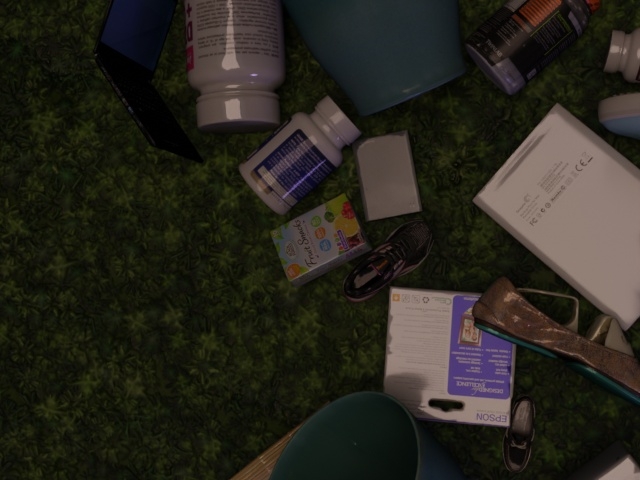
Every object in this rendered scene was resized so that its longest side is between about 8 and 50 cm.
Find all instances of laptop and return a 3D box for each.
[{"bbox_3d":[-0.245,-0.276,1.504,0.136,0.234,0.264,-35,82,8],"label":"laptop"}]

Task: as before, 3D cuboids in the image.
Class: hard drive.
[{"bbox_3d":[0.419,-0.038,1.473,0.307,0.040,0.203,42,96,9],"label":"hard drive"},{"bbox_3d":[0.108,-0.104,1.541,0.094,0.022,0.135,-11,86,10],"label":"hard drive"}]

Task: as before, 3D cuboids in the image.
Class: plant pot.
[{"bbox_3d":[0.091,-0.336,1.442,0.271,0.272,0.255,-22,99,9],"label":"plant pot"},{"bbox_3d":[0.096,0.407,1.397,0.293,0.293,0.235,-45,123,6],"label":"plant pot"}]

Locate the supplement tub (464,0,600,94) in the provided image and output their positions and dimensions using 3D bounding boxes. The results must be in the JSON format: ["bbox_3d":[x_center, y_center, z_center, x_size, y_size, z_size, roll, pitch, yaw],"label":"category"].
[{"bbox_3d":[0.327,-0.326,1.459,0.190,0.117,0.117,-41,82,7],"label":"supplement tub"}]

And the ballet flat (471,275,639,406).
[{"bbox_3d":[0.384,0.145,1.424,0.316,0.107,0.106,26,86,-6],"label":"ballet flat"}]

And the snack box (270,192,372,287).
[{"bbox_3d":[0.000,0.000,1.536,0.141,0.037,0.100,-27,61,9],"label":"snack box"}]

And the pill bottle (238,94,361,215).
[{"bbox_3d":[-0.029,-0.140,1.522,0.186,0.112,0.112,-41,82,7],"label":"pill bottle"}]

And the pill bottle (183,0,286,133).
[{"bbox_3d":[-0.137,-0.321,1.522,0.160,0.160,0.283,-4,88,10],"label":"pill bottle"}]

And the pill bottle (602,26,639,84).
[{"bbox_3d":[0.512,-0.276,1.439,0.152,0.086,0.086,11,91,10],"label":"pill bottle"}]

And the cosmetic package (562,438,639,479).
[{"bbox_3d":[0.432,0.458,1.408,0.224,0.138,0.225,-39,84,7],"label":"cosmetic package"}]

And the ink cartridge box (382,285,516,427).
[{"bbox_3d":[0.204,0.182,1.504,0.206,0.045,0.208,4,87,9],"label":"ink cartridge box"}]

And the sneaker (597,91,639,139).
[{"bbox_3d":[0.587,-0.128,1.398,0.365,0.135,0.150,11,87,11],"label":"sneaker"}]

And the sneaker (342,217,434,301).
[{"bbox_3d":[0.108,0.037,1.510,0.178,0.077,0.072,-45,83,6],"label":"sneaker"}]

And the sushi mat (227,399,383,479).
[{"bbox_3d":[-0.061,0.418,1.561,0.316,0.019,0.151,-40,83,7],"label":"sushi mat"}]

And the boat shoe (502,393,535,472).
[{"bbox_3d":[0.313,0.303,1.484,0.046,0.038,0.125,13,91,10],"label":"boat shoe"}]
